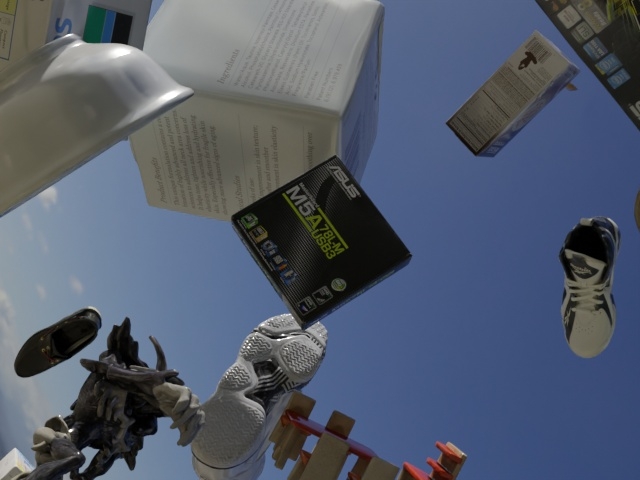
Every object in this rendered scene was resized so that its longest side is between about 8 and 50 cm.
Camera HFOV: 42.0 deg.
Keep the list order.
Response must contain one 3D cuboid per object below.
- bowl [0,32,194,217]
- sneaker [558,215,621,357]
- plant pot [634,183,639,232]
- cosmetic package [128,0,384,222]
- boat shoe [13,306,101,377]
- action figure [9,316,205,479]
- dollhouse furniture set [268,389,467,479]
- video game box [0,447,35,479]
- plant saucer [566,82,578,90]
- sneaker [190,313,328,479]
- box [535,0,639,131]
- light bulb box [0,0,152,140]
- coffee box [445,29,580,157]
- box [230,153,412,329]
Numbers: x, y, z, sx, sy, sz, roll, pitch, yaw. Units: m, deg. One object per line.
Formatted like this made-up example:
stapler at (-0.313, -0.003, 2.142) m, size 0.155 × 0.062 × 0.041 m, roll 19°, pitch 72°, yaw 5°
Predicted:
bowl at (-0.307, -0.151, 0.984) m, size 0.134 × 0.298 × 0.298 m, roll 58°, pitch -20°, yaw -13°
sneaker at (0.426, 0.069, 1.344) m, size 0.094 × 0.153 × 0.235 m, roll 14°, pitch -91°, yaw 33°
plant pot at (0.623, -0.129, 1.159) m, size 0.323 × 0.280 × 0.323 m, roll 16°, pitch -32°, yaw 10°
cosmetic package at (-0.111, -0.246, 1.541) m, size 0.329 × 0.393 × 0.327 m, roll 90°, pitch 15°, yaw -52°
boat shoe at (-0.341, 0.135, 1.071) m, size 0.049 × 0.133 × 0.042 m, roll 55°, pitch 3°, yaw -19°
action figure at (-0.167, 0.175, 0.669) m, size 0.140 × 0.276 × 0.164 m, roll 17°, pitch -62°, yaw 16°
dollhouse furniture set at (0.065, 0.312, 1.217) m, size 0.259 × 0.135 × 0.262 m, roll 28°, pitch -3°, yaw -10°
video game box at (-0.539, 0.493, 1.600) m, size 0.187 × 0.048 × 0.205 m, roll 53°, pitch -19°, yaw -9°
plant saucer at (0.506, -0.339, 1.755) m, size 0.015 × 0.083 × 0.083 m, roll -50°, pitch -128°, yaw 18°
sneaker at (-0.118, 0.297, 1.498) m, size 0.137 × 0.366 × 0.210 m, roll 29°, pitch -45°, yaw 11°
box at (0.560, -0.368, 1.308) m, size 0.395 × 0.318 × 0.097 m, roll 43°, pitch 27°, yaw -22°
light bulb box at (-0.459, -0.359, 1.238) m, size 0.361 × 0.225 × 0.358 m, roll 18°, pitch -78°, yaw 21°
coffee box at (0.382, -0.284, 1.655) m, size 0.246 × 0.141 × 0.098 m, roll -46°, pitch -106°, yaw 22°
box at (0.000, 0.000, 1.168) m, size 0.191 × 0.184 × 0.045 m, roll 55°, pitch -13°, yaw 17°
